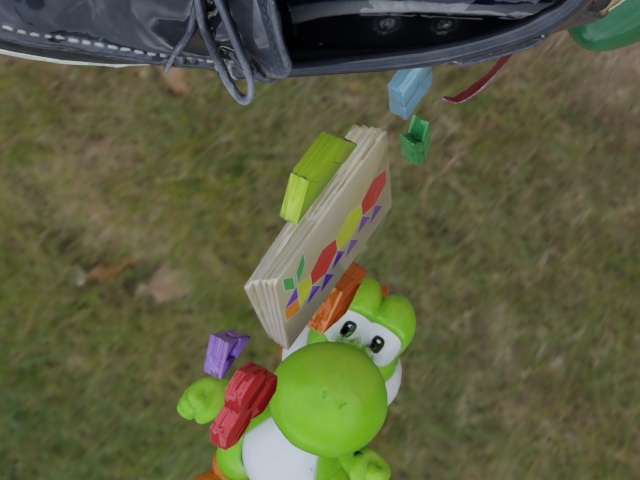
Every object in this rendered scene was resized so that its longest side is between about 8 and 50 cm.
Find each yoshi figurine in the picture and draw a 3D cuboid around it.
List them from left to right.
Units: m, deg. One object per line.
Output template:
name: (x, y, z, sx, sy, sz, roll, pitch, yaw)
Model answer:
yoshi figurine: (-0.023, 0.193, 1.888, 0.203, 0.203, 0.362, 3, 136, -26)

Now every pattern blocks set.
pattern blocks set: (0.000, 0.000, 1.623, 0.026, 0.325, 0.285, 30, 150, 17)

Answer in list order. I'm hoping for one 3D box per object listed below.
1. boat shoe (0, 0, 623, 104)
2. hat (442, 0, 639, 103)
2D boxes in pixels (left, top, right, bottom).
boat shoe: (-0.039, -0.189, 1.222, 0.500, 0.156, 0.187, 1, 112, 16)
hat: (0.205, -0.175, 1.540, 0.173, 0.183, 0.208, 42, 170, 26)
